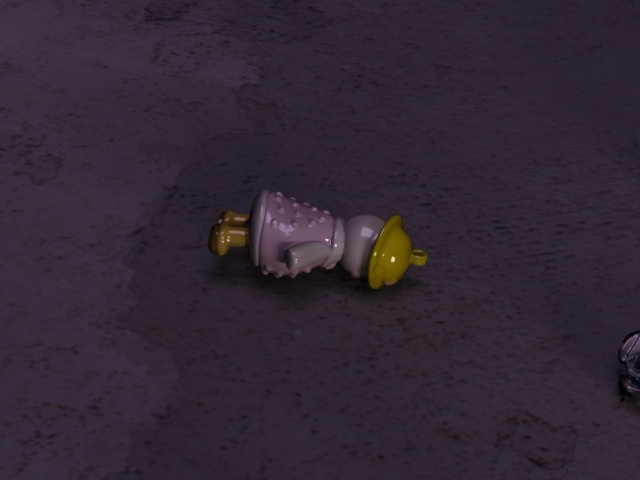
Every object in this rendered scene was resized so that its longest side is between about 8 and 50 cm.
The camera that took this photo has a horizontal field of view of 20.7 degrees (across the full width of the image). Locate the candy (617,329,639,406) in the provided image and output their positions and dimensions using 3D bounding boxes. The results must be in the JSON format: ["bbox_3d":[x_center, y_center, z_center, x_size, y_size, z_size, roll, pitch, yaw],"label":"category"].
[{"bbox_3d":[0.365,0.133,1.525,0.226,0.051,0.094,20,35,24],"label":"candy"}]

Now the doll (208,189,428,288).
[{"bbox_3d":[0.000,0.000,1.671,0.207,0.081,0.129,9,23,4],"label":"doll"}]
